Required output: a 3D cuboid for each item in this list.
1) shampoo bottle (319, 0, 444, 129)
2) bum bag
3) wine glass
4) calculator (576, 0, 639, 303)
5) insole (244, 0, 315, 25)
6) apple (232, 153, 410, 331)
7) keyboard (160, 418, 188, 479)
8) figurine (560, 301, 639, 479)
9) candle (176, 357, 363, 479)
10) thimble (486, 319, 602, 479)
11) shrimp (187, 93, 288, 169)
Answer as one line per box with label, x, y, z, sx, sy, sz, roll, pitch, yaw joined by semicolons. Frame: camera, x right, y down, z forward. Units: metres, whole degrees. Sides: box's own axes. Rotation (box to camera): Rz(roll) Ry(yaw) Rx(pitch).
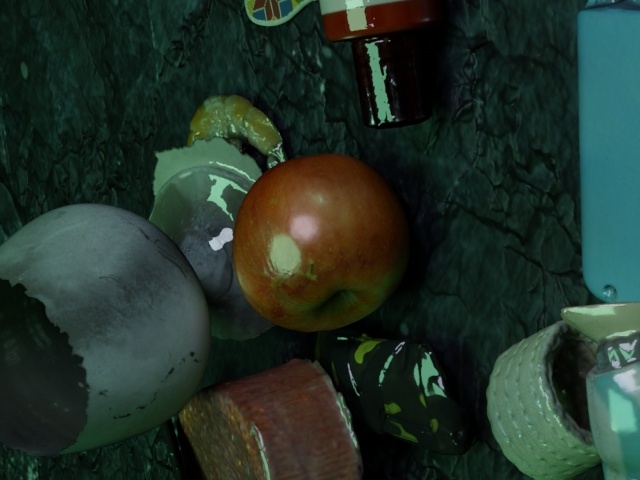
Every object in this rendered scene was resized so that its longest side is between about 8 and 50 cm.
shampoo bottle;0.047;-0.233;1.424;0.104;0.104;0.278;-2;98;54
bum bag;0.055;0.132;1.559;0.232;0.060;0.107;10;110;52
wine glass;-0.185;0.058;1.582;0.238;0.323;0.238;13;116;28
calculator;0.260;-0.062;1.232;0.173;0.051;0.293;13;111;50
insole;-0.020;-0.246;1.594;0.193;0.006;0.065;-10;92;55
apple;0.000;0.000;1.515;0.163;0.163;0.139;-51;50;47
keyboard;-0.147;0.229;1.727;0.074;0.015;0.196;82;171;-48
figurine;0.370;0.200;1.080;0.377;0.266;0.361;-10;78;21
candle;-0.065;0.245;1.658;0.287;0.131;0.317;-130;33;-49
thimble;0.192;0.129;1.340;0.090;0.102;0.115;-42;37;50
shrimp;-0.076;-0.043;1.699;0.150;0.051;0.217;-9;94;46
